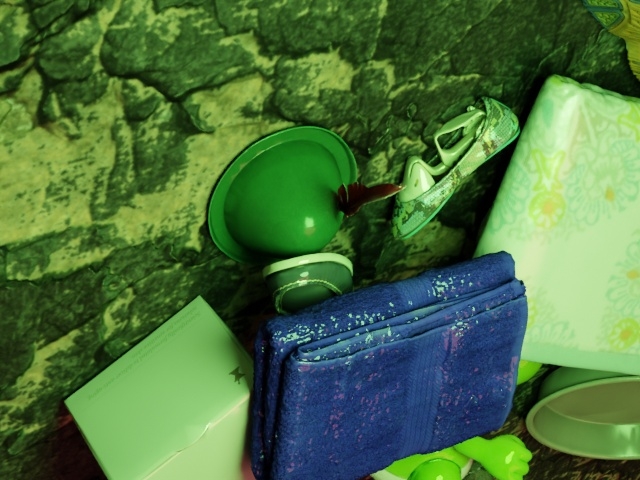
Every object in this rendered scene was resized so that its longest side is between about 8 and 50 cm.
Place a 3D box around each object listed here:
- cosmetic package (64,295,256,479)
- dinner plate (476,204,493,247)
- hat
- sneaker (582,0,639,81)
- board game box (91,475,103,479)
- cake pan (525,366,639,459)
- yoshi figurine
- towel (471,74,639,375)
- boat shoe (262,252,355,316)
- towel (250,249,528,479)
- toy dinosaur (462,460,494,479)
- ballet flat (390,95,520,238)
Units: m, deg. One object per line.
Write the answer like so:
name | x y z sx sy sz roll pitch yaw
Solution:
cosmetic package | -0.102 0.249 1.640 0.197 0.155 0.365 -37 141 -4
dinner plate | 0.251 -0.022 1.773 0.141 0.017 0.141 -21 139 -20
hat | 0.000 0.000 1.455 0.173 0.183 0.208 -37 142 -3
sneaker | 0.374 -0.269 1.583 0.131 0.112 0.296 -56 144 -7
board game box | -0.292 0.367 1.687 0.141 0.048 0.170 -27 140 -18
cake pan | 0.431 0.229 2.024 0.293 0.054 0.293 1 150 1
yoshi figurine | 0.181 0.212 1.796 0.203 0.203 0.362 -17 125 -68
towel | 0.348 -0.005 1.678 0.374 0.090 0.320 9 107 -30
boat shoe | -0.007 0.075 1.541 0.095 0.079 0.254 -7 164 2
towel | 0.077 0.148 1.506 0.308 0.076 0.228 -14 121 -28
toy dinosaur | 0.183 0.357 2.004 0.160 0.121 0.313 -34 139 3
ballet flat | 0.131 -0.085 1.589 0.188 0.070 0.070 -45 141 4
